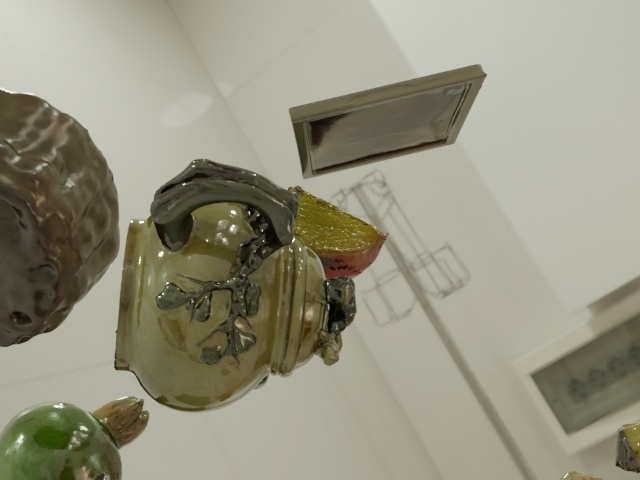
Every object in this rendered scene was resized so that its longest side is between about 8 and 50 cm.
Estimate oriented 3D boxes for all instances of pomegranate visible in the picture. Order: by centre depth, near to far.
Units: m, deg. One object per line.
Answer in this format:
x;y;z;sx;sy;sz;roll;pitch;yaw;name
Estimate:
-0.358;0.337;1.356;0.241;0.189;0.159;1;0;-41;pomegranate

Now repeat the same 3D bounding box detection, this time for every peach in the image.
-0.002;0.003;1.234;0.172;0.127;0.092;10;-41;-13;peach

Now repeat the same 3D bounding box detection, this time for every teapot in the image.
-0.060;0.040;0.697;0.183;0.173;0.269;6;-41;-8;teapot

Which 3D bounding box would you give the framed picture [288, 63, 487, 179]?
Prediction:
0.073;-0.134;1.079;0.211;0.020;0.289;-14;-9;-1;framed picture

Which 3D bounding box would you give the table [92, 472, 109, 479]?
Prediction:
-0.191;0.387;1.001;0.167;0.227;0.167;-52;12;16;table

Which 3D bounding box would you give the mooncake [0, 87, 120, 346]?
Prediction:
-0.420;-0.021;1.135;0.324;0.324;0.187;-37;19;29;mooncake

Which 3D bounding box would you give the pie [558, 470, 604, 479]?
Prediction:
0.395;0.435;1.156;0.339;0.339;0.083;-11;-42;-57;pie

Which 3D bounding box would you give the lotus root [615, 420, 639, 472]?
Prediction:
0.426;0.136;0.937;0.314;0.141;0.169;-53;-18;19;lotus root
